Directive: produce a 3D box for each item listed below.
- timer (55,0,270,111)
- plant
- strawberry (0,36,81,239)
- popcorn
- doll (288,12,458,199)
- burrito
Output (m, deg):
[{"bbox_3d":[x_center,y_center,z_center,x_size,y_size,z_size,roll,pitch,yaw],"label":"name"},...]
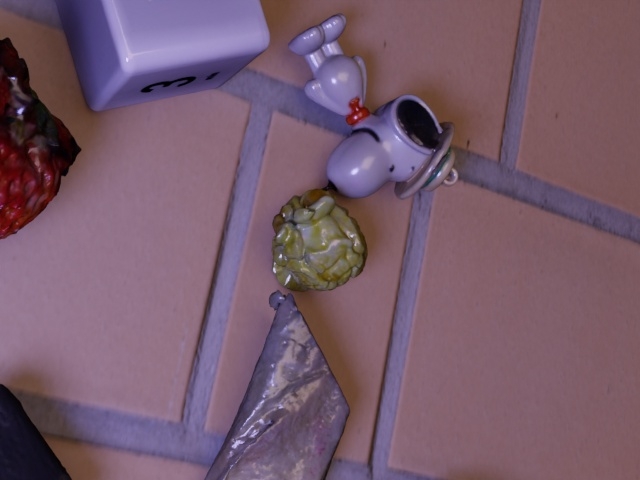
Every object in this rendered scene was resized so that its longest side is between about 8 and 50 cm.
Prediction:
[{"bbox_3d":[-0.203,-0.288,1.149,0.195,0.192,0.194,-16,90,-28],"label":"timer"},{"bbox_3d":[-0.382,0.243,0.989,0.256,0.142,0.164,36,49,-14],"label":"plant"},{"bbox_3d":[-0.425,-0.090,0.985,0.288,0.238,0.250,-46,123,-14],"label":"strawberry"},{"bbox_3d":[0.000,0.000,1.243,0.135,0.162,0.141,21,30,9],"label":"popcorn"},{"bbox_3d":[0.080,-0.188,1.306,0.208,0.144,0.272,-14,93,-18],"label":"doll"},{"bbox_3d":[-0.049,0.256,1.198,0.175,0.107,0.348,29,72,-36],"label":"burrito"}]
